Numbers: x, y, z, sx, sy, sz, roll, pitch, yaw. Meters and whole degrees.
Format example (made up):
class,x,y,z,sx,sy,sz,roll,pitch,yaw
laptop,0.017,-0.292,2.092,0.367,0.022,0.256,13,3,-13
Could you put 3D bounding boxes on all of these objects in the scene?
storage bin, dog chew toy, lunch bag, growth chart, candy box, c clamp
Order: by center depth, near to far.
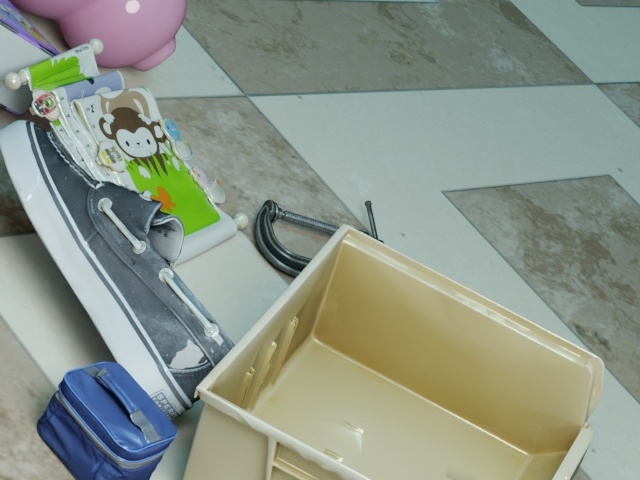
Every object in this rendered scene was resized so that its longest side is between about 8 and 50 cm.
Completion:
class,x,y,z,sx,sy,sz,roll,pitch,yaw
lunch bag,-0.158,0.134,1.443,0.098,0.065,0.067,46,31,21
storage bin,0.062,0.149,1.501,0.260,0.123,0.262,27,36,11
candy box,-0.340,-0.216,1.730,0.196,0.070,0.165,46,6,22
growth chart,-0.168,-0.079,1.744,0.237,0.021,0.172,51,33,-4
c clamp,0.000,0.000,1.852,0.160,0.022,0.137,13,40,-34
dog chew toy,-0.247,-0.308,1.861,0.332,0.206,0.206,56,25,-17

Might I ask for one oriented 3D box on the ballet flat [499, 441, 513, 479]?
class,x,y,z,sx,sy,sz,roll,pitch,yaw
ballet flat,0.149,0.265,1.566,0.084,0.058,0.250,56,17,-40

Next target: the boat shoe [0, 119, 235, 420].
class,x,y,z,sx,sy,sz,roll,pitch,yaw
boat shoe,-0.159,0.005,1.561,0.301,0.102,0.108,55,-4,31
